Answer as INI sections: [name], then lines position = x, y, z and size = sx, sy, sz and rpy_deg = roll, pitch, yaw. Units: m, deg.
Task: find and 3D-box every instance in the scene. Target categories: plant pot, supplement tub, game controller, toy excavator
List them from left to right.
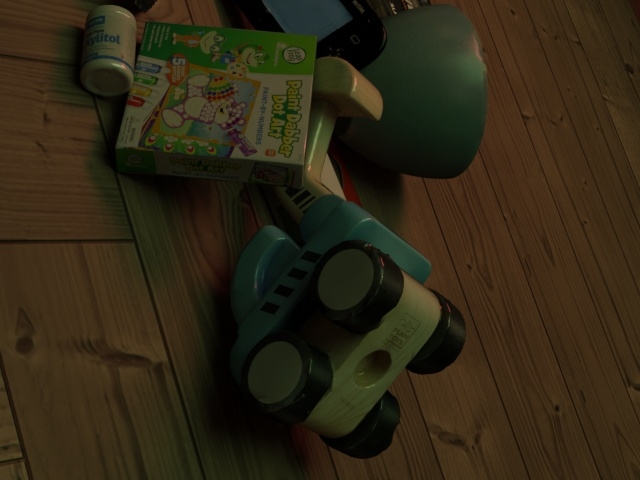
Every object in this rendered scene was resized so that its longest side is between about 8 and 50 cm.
[supplement tub]
position = -0.281, -0.251, 1.559
size = 0.071, 0.071, 0.107
rpy_deg = 27, 47, -40
[game controller]
position = -0.036, -0.380, 1.843
size = 0.319, 0.166, 0.067
rpy_deg = 55, 4, 15
[toy excavator]
position = 0.000, 0.000, 1.586
size = 0.222, 0.433, 0.445
rpy_deg = 34, 6, -48
[plant pot]
position = 0.118, -0.241, 1.927
size = 0.195, 0.290, 0.290
rpy_deg = -4, 68, -21

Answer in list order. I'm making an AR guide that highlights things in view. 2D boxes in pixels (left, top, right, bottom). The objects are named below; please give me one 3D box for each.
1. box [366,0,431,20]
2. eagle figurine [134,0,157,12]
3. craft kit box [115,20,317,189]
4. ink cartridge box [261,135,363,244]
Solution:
[box]
position = 0.147, -0.465, 2.269
size = 0.175, 0.051, 0.220
rpy_deg = -8, 75, -54
[eagle figurine]
position = -0.257, -0.500, 1.699
size = 0.226, 0.225, 0.298
rpy_deg = 31, 64, 23
[craft kit box]
position = -0.134, -0.187, 1.588
size = 0.246, 0.061, 0.250
rpy_deg = 6, 52, -2
[ink cartridge box]
position = -0.009, -0.118, 1.832
size = 0.239, 0.060, 0.275
rpy_deg = -12, 77, -53
